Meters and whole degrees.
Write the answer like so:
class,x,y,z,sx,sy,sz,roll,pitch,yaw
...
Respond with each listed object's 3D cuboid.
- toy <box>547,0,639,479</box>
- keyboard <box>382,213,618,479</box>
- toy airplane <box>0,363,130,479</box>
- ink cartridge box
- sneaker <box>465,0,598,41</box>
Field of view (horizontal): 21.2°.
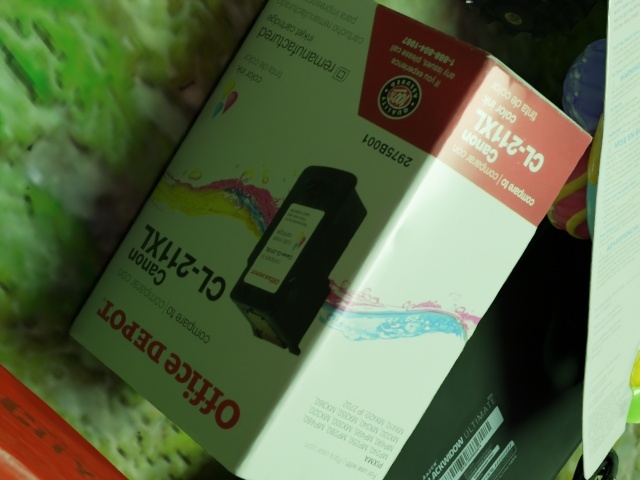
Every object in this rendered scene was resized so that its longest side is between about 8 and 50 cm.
class,x,y,z,sx,sy,sz,roll,pitch,yaw
toy,0.136,-0.026,0.782,0.137,0.056,0.237,-36,130,-48
keyboard,0.073,0.126,0.817,0.317,0.033,0.201,-47,129,-27
toy airplane,-0.113,0.134,0.459,0.272,0.384,0.386,-47,136,-1
ink cartridge box,0.000,0.000,0.659,0.072,0.127,0.175,31,91,-45
sneaker,0.092,-0.187,0.675,0.086,0.085,0.237,-53,149,-42
